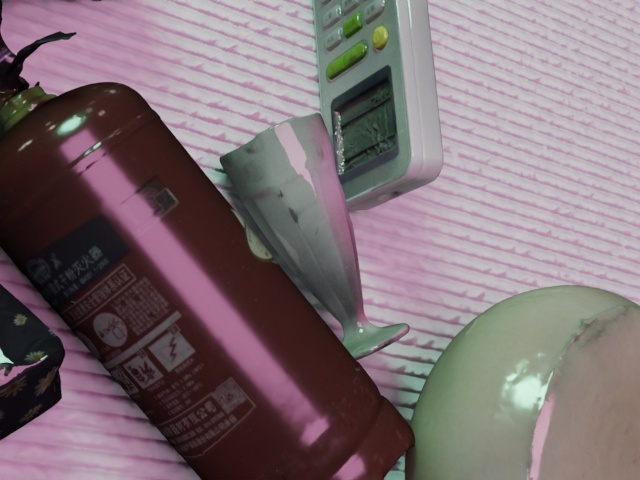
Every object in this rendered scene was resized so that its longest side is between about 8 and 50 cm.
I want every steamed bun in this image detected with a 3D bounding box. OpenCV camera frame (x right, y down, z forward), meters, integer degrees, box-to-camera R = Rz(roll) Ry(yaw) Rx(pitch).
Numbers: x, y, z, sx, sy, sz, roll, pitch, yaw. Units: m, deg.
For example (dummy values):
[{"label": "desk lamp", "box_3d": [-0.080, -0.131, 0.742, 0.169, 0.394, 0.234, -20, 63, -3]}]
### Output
[{"label": "steamed bun", "box_3d": [0.142, 0.144, 0.625, 0.232, 0.145, 0.231, 2, 87, -40]}]

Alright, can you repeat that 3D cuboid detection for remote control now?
[{"label": "remote control", "box_3d": [0.033, -0.150, 0.671, 0.034, 0.103, 0.250, 3, 76, -32]}]

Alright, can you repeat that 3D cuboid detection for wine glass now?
[{"label": "wine glass", "box_3d": [0.000, 0.000, 0.629, 0.073, 0.073, 0.155, -28, 93, -33]}]

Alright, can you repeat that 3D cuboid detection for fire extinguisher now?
[{"label": "fire extinguisher", "box_3d": [-0.086, 0.015, 0.538, 0.337, 0.135, 0.114, 50, 46, -8]}]

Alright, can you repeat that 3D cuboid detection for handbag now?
[{"label": "handbag", "box_3d": [-0.211, 0.047, 0.497, 0.115, 0.072, 0.139, -32, 80, -28]}]
